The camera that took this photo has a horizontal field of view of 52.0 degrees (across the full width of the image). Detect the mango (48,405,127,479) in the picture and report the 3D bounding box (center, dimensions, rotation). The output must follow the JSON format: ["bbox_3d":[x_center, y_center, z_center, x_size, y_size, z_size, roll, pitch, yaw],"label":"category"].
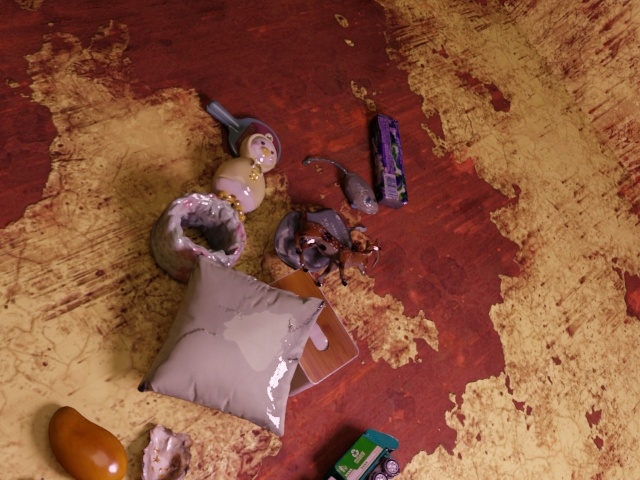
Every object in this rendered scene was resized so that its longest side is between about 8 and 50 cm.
[{"bbox_3d":[-0.446,0.393,1.244,0.184,0.085,0.102,44,50,4],"label":"mango"}]

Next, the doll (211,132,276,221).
[{"bbox_3d":[-0.184,-0.177,1.680,0.141,0.117,0.296,40,57,-23],"label":"doll"}]

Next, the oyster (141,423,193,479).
[{"bbox_3d":[-0.314,0.449,1.311,0.103,0.051,0.148,21,46,-6],"label":"oyster"}]

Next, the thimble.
[{"bbox_3d":[-0.280,0.002,1.519,0.185,0.149,0.211,-30,83,-41],"label":"thimble"}]

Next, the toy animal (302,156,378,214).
[{"bbox_3d":[0.073,-0.171,1.880,0.253,0.070,0.079,42,35,-1],"label":"toy animal"}]

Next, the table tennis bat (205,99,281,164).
[{"bbox_3d":[-0.212,-0.292,1.796,0.244,0.040,0.153,41,53,-11],"label":"table tennis bat"}]

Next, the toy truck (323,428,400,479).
[{"bbox_3d":[0.082,0.536,1.470,0.124,0.114,0.253,44,50,14],"label":"toy truck"}]

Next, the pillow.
[{"bbox_3d":[-0.176,0.215,1.372,0.310,0.119,0.312,21,72,-7],"label":"pillow"}]

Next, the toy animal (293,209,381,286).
[{"bbox_3d":[0.046,0.020,1.624,0.243,0.087,0.260,47,33,-13],"label":"toy animal"}]

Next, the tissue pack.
[{"bbox_3d":[-0.057,0.216,1.542,0.159,0.136,0.246,-27,81,-39],"label":"tissue pack"}]

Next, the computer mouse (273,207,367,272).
[{"bbox_3d":[0.000,0.000,1.734,0.379,0.090,0.167,-11,78,-50],"label":"computer mouse"}]

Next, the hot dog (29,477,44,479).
[{"bbox_3d":[-0.524,0.489,1.169,0.056,0.041,0.133,28,53,-15],"label":"hot dog"}]

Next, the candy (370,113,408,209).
[{"bbox_3d":[0.206,-0.241,2.000,0.088,0.061,0.312,13,59,-26],"label":"candy"}]
